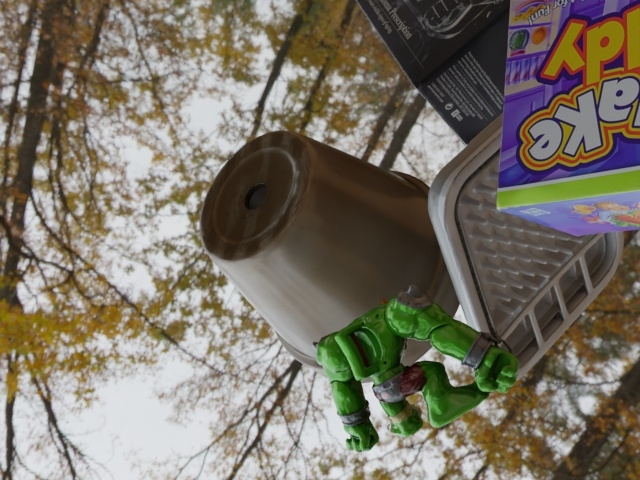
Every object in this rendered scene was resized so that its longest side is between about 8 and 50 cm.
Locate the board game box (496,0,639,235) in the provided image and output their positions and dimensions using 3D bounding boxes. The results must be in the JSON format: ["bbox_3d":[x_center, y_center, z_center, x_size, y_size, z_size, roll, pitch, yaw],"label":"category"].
[{"bbox_3d":[0.236,-0.134,0.241,0.078,0.233,0.347,12,168,-35],"label":"board game box"}]

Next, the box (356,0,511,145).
[{"bbox_3d":[0.260,-0.396,1.073,0.179,0.312,0.343,35,-156,-42],"label":"box"}]

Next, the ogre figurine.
[{"bbox_3d":[0.070,0.114,0.586,0.097,0.197,0.118,-34,-92,-33],"label":"ogre figurine"}]

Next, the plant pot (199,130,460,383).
[{"bbox_3d":[0.000,0.000,0.890,0.280,0.323,0.323,37,-164,-43],"label":"plant pot"}]

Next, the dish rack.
[{"bbox_3d":[0.254,-0.017,0.798,0.285,0.333,0.072,-40,-143,-19],"label":"dish rack"}]
